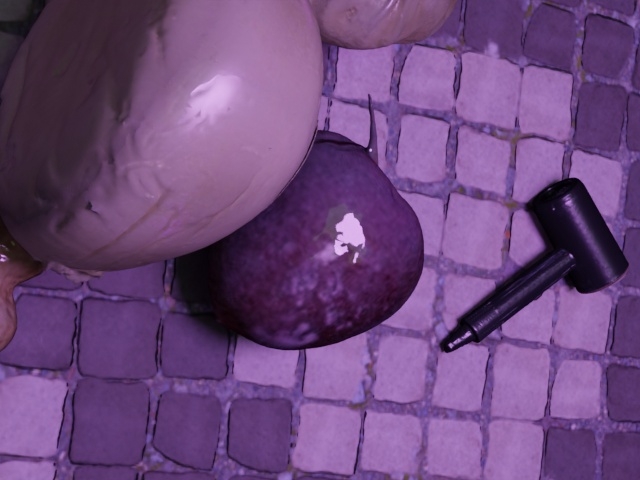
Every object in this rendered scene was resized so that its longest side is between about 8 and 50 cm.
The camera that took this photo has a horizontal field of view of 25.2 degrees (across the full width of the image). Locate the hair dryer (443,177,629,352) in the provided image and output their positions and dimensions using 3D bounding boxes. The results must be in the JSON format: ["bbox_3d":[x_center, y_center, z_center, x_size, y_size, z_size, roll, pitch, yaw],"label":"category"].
[{"bbox_3d":[0.233,0.040,1.650,0.255,0.070,0.128,-34,103,-20],"label":"hair dryer"}]

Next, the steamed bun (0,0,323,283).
[{"bbox_3d":[-0.127,-0.122,1.304,0.233,0.312,0.334,30,59,-35],"label":"steamed bun"}]

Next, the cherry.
[{"bbox_3d":[0.000,0.000,1.456,0.266,0.183,0.213,-43,100,-6],"label":"cherry"}]

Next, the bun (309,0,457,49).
[{"bbox_3d":[0.062,-0.322,1.513,0.259,0.160,0.259,1,88,-30],"label":"bun"}]

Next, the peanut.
[{"bbox_3d":[-0.321,0.049,1.336,0.104,0.085,0.228,38,70,-32],"label":"peanut"}]
